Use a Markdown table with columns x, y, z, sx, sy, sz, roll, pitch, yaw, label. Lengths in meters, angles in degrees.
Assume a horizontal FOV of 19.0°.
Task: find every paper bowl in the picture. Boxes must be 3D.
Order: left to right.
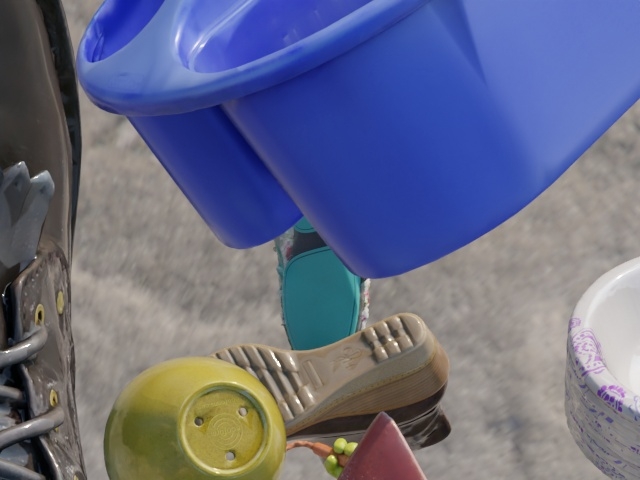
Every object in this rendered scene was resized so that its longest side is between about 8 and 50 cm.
| x | y | z | sx | sy | sz | roll | pitch | yaw | label |
| --- | --- | --- | --- | --- | --- | --- | --- | --- | --- |
| 0.352 | 0.138 | 1.654 | 0.284 | 0.148 | 0.284 | 0 | 33 | 0 | paper bowl |

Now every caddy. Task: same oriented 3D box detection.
| x | y | z | sx | sy | sz | roll | pitch | yaw | label |
| --- | --- | --- | --- | --- | --- | --- | --- | --- | --- |
| 0.039 | -0.139 | 0.941 | 0.341 | 0.241 | 0.179 | -43 | 119 | -24 | caddy |

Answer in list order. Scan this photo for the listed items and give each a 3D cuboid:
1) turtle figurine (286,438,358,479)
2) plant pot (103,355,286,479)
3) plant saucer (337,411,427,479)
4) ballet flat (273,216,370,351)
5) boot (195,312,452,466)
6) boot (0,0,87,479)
| x | y | z | sx | sy | sz | roll | pitch | yaw | label |
| --- | --- | --- | --- | --- | --- | --- | --- | --- | --- |
| 0.053 | 0.263 | 1.410 | 0.217 | 0.087 | 0.269 | -8 | 48 | 11 | turtle figurine |
| -0.080 | 0.140 | 1.358 | 0.134 | 0.095 | 0.134 | 4 | 75 | -16 | plant pot |
| 0.054 | 0.245 | 0.931 | 0.048 | 0.258 | 0.259 | -23 | 69 | -18 | plant saucer |
| 0.000 | 0.000 | 1.684 | 0.091 | 0.077 | 0.241 | -9 | 91 | 17 | ballet flat |
| -0.007 | 0.155 | 1.605 | 0.248 | 0.207 | 0.090 | -18 | 59 | -3 | boot |
| -0.060 | 0.068 | 0.393 | 0.091 | 0.263 | 0.229 | -12 | 34 | -19 | boot |
